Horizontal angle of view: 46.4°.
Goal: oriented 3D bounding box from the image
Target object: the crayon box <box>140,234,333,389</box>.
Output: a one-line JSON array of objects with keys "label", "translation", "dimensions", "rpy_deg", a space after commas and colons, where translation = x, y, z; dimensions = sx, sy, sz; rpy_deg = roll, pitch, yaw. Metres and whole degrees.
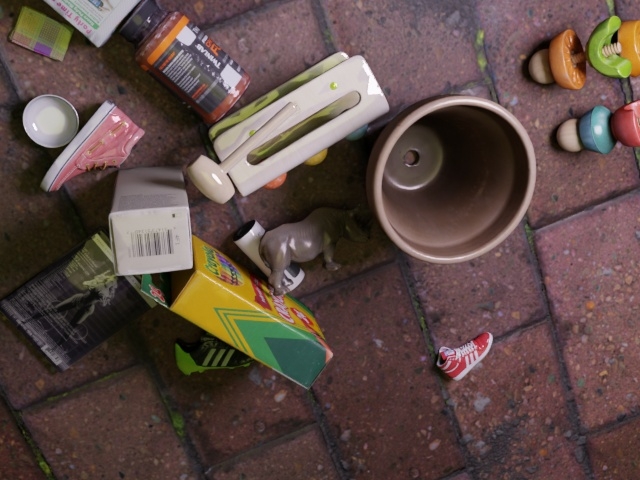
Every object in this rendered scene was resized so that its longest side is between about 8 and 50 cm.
[{"label": "crayon box", "translation": [-0.142, 0.102, 1.238], "dimensions": [0.319, 0.202, 0.081], "rpy_deg": [33, 98, -20]}]

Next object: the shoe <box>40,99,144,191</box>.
[{"label": "shoe", "translation": [-0.362, -0.131, 1.189], "dimensions": [0.081, 0.063, 0.178], "rpy_deg": [39, 92, -15]}]

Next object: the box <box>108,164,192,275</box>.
[{"label": "box", "translation": [-0.256, -0.039, 1.129], "dimensions": [0.113, 0.275, 0.094], "rpy_deg": [-5, 108, -10]}]

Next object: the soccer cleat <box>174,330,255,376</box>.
[{"label": "soccer cleat", "translation": [-0.173, 0.192, 1.326], "dimensions": [0.179, 0.060, 0.072], "rpy_deg": [-11, 105, 5]}]

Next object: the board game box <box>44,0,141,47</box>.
[{"label": "board game box", "translation": [-0.310, -0.469, 1.078], "dimensions": [0.224, 0.097, 0.303], "rpy_deg": [41, 94, -19]}]

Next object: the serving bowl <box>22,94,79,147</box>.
[{"label": "serving bowl", "translation": [-0.423, -0.190, 1.177], "dimensions": [0.083, 0.027, 0.083], "rpy_deg": [-3, 108, -10]}]

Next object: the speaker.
[{"label": "speaker", "translation": [-0.091, 0.028, 1.304], "dimensions": [0.055, 0.055, 0.136], "rpy_deg": [-41, 110, 2]}]

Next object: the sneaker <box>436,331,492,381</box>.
[{"label": "sneaker", "translation": [0.277, 0.215, 1.449], "dimensions": [0.067, 0.042, 0.118], "rpy_deg": [36, 99, -23]}]

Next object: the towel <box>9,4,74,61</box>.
[{"label": "towel", "translation": [-0.428, -0.318, 1.145], "dimensions": [0.083, 0.009, 0.060], "rpy_deg": [22, 101, -18]}]

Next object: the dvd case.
[{"label": "dvd case", "translation": [-0.411, 0.105, 1.279], "dimensions": [0.221, 0.018, 0.164], "rpy_deg": [-36, 110, 1]}]

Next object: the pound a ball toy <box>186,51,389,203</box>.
[{"label": "pound a ball toy", "translation": [-0.047, -0.159, 1.173], "dimensions": [0.319, 0.208, 0.135], "rpy_deg": [-32, 111, -2]}]

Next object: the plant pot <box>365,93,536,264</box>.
[{"label": "plant pot", "translation": [0.182, -0.120, 1.222], "dimensions": [0.263, 0.229, 0.263], "rpy_deg": [-4, 109, -11]}]

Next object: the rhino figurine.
[{"label": "rhino figurine", "translation": [0.000, 0.000, 1.281], "dimensions": [0.243, 0.073, 0.106], "rpy_deg": [-25, 101, -26]}]

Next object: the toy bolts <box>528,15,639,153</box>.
[{"label": "toy bolts", "translation": [0.486, -0.268, 1.321], "dimensions": [0.218, 0.158, 0.228], "rpy_deg": [-29, 105, -45]}]

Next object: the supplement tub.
[{"label": "supplement tub", "translation": [-0.211, -0.279, 1.153], "dimensions": [0.198, 0.106, 0.106], "rpy_deg": [40, 95, -21]}]
